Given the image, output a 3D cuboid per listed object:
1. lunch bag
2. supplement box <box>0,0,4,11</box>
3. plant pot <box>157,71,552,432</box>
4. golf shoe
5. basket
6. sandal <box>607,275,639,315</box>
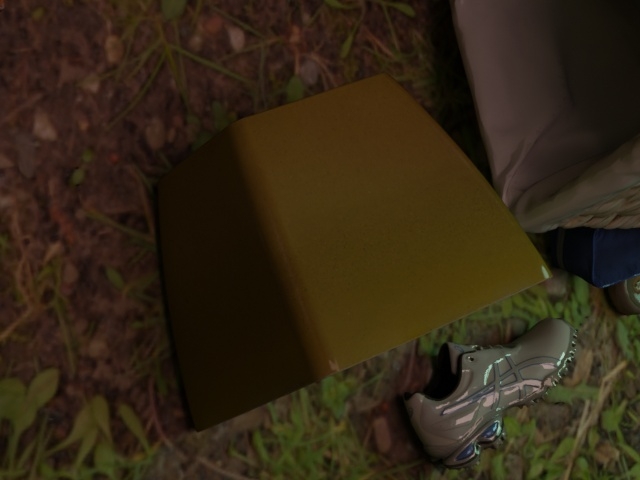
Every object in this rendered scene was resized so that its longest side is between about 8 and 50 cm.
[{"bbox_3d":[0.248,-0.006,1.459,0.098,0.065,0.067,-14,117,-32],"label":"lunch bag"},{"bbox_3d":[-0.247,-0.271,1.152,0.080,0.078,0.233,10,82,-32],"label":"supplement box"},{"bbox_3d":[0.000,0.000,1.225,0.212,0.212,0.187,-21,86,-32],"label":"plant pot"},{"bbox_3d":[0.140,0.106,1.383,0.176,0.069,0.086,-43,103,-29],"label":"golf shoe"},{"bbox_3d":[0.302,-0.200,1.317,0.266,0.328,0.331,5,66,-35],"label":"basket"},{"bbox_3d":[0.324,-0.002,1.518,0.180,0.049,0.072,-48,111,-26],"label":"sandal"}]
